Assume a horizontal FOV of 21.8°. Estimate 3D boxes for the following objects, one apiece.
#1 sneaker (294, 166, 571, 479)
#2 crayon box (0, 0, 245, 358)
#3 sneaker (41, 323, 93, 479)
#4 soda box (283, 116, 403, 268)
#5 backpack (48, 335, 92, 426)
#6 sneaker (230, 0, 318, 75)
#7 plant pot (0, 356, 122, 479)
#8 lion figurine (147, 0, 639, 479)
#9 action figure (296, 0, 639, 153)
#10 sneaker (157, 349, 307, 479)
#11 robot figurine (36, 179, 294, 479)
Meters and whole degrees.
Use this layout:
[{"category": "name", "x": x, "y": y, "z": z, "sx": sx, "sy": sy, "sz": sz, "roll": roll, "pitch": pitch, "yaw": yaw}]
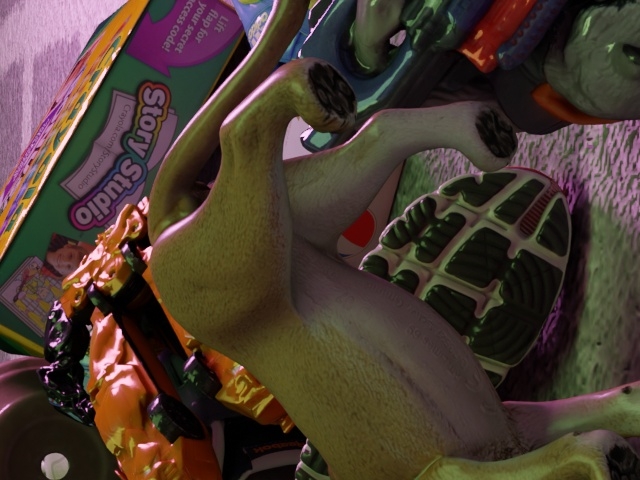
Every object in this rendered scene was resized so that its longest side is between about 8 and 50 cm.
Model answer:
[{"category": "sneaker", "x": 0.065, "y": 0.062, "z": 0.998, "sx": 0.279, "sy": 0.107, "sz": 0.118, "roll": -62, "pitch": -9, "yaw": 28}, {"category": "crayon box", "x": -0.233, "y": -0.065, "z": 1.628, "sx": 0.363, "sy": 0.106, "sz": 0.313, "roll": -62, "pitch": 14, "yaw": -12}, {"category": "sneaker", "x": -0.254, "y": 0.215, "z": 1.911, "sx": 0.118, "sy": 0.110, "sz": 0.292, "roll": 50, "pitch": 136, "yaw": 50}, {"category": "soda box", "x": 0.000, "y": 0.000, "z": 1.233, "sx": 0.074, "sy": 0.069, "sz": 0.216, "roll": -116, "pitch": 33, "yaw": -51}, {"category": "backpack", "x": -0.157, "y": 0.116, "z": 1.516, "sx": 0.158, "sy": 0.173, "sz": 0.117, "roll": -179, "pitch": 90, "yaw": -72}, {"category": "sneaker", "x": -0.048, "y": -0.190, "z": 1.355, "sx": 0.240, "sy": 0.091, "sz": 0.126, "roll": -151, "pitch": 64, "yaw": -68}, {"category": "plant pot", "x": -0.276, "y": 0.232, "z": 1.677, "sx": 0.229, "sy": 0.263, "sz": 0.263, "roll": 134, "pitch": 135, "yaw": -73}, {"category": "lion figurine", "x": 0.021, "y": 0.066, "z": 0.815, "sx": 0.240, "sy": 0.142, "sz": 0.392, "roll": -27, "pitch": 98, "yaw": 40}, {"category": "action figure", "x": 0.120, "y": -0.191, "z": 0.861, "sx": 0.341, "sy": 0.178, "sz": 0.330, "roll": -48, "pitch": 43, "yaw": 21}, {"category": "sneaker", "x": -0.054, "y": 0.146, "z": 1.298, "sx": 0.127, "sy": 0.126, "sz": 0.321, "roll": 114, "pitch": 142, "yaw": -55}, {"category": "robot figurine", "x": -0.107, "y": 0.078, "z": 1.226, "sx": 0.211, "sy": 0.085, "sz": 0.291, "roll": -48, "pitch": 37, "yaw": 10}]
